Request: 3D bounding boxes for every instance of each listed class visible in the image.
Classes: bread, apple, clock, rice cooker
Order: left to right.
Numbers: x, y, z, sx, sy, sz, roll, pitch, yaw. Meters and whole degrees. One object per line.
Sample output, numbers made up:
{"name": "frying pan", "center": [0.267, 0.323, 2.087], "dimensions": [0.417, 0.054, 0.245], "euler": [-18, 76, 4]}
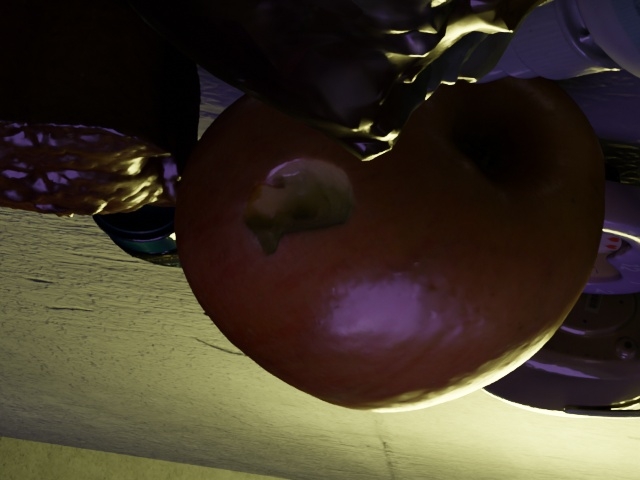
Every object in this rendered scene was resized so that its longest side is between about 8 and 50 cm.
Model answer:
{"name": "bread", "center": [-0.198, -0.086, 1.041], "dimensions": [0.247, 0.135, 0.232], "euler": [8, 164, 9]}
{"name": "apple", "center": [0.045, -0.019, 0.965], "dimensions": [0.242, 0.242, 0.241], "euler": [19, 149, -28]}
{"name": "clock", "center": [0.172, -0.017, 1.171], "dimensions": [0.172, 0.064, 0.198], "euler": [8, 164, 8]}
{"name": "rice cooker", "center": [0.211, 0.071, 1.310], "dimensions": [0.206, 0.145, 0.127], "euler": [6, 155, 1]}

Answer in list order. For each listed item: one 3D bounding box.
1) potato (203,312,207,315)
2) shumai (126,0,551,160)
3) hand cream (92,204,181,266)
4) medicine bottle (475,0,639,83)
{"name": "potato", "center": [0.000, 0.000, 1.245], "dimensions": [0.202, 0.182, 0.117], "euler": [21, 134, 36]}
{"name": "shumai", "center": [0.064, -0.152, 0.420], "dimensions": [0.304, 0.263, 0.309], "euler": [12, 164, 4]}
{"name": "hand cream", "center": [-0.131, -0.002, 1.460], "dimensions": [0.120, 0.061, 0.270], "euler": [2, 170, 10]}
{"name": "medicine bottle", "center": [0.180, -0.127, 0.702], "dimensions": [0.110, 0.110, 0.352], "euler": [21, 161, -31]}
